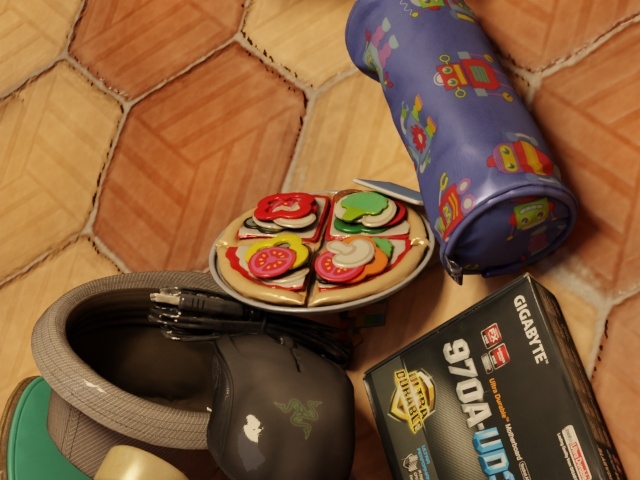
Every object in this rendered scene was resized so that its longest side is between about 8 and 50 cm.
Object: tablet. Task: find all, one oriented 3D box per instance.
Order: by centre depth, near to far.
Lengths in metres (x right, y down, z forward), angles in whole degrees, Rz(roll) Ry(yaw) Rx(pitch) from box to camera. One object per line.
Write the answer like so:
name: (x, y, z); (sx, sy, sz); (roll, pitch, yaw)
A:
tablet: (0.074, -0.042, 1.672); (0.083, 0.054, 0.006); (22, 103, 43)

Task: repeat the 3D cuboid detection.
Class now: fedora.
fedora: (-0.136, 0.138, 1.639); (0.243, 0.275, 0.124); (34, 118, 24)

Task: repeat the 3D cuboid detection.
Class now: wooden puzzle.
wooden puzzle: (0.040, 0.056, 1.677); (0.049, 0.006, 0.083); (-8, 62, 36)

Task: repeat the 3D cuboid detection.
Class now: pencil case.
pencil case: (0.118, -0.099, 1.624); (0.133, 0.119, 0.306); (103, 153, -46)

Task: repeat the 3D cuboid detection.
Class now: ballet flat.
ballet flat: (-0.257, 0.290, 1.732); (0.124, 0.116, 0.342); (-47, 47, 35)

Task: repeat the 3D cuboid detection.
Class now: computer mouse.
computer mouse: (-0.039, 0.113, 1.528); (0.272, 0.188, 0.072); (-107, 34, -59)

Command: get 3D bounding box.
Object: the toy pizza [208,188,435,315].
toy pizza: (0.000, 0.000, 1.642); (0.201, 0.032, 0.201); (-5, 31, 3)

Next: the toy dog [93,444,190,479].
toy dog: (-0.075, 0.273, 1.435); (0.333, 0.161, 0.220); (9, 69, -1)

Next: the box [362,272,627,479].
box: (0.140, 0.161, 1.507); (0.175, 0.051, 0.220); (-33, 49, 21)
